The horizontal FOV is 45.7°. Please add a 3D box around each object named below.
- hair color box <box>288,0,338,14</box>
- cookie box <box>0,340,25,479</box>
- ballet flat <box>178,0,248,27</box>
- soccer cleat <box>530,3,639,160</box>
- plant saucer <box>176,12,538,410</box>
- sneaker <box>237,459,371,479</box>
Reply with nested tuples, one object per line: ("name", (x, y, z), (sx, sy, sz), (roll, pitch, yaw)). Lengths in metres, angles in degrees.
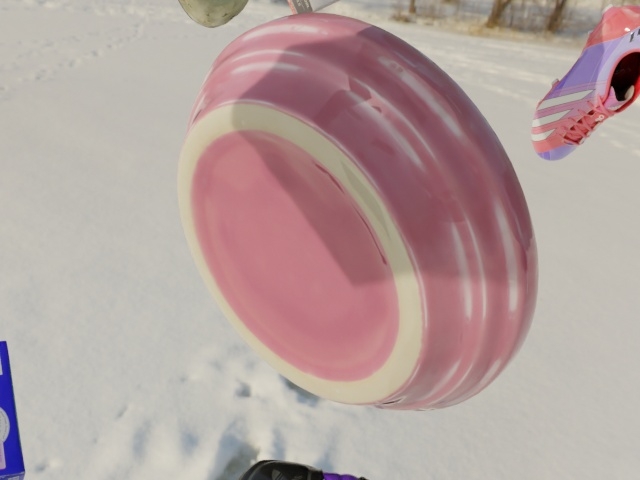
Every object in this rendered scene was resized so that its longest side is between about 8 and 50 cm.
("hair color box", (0.038, -0.274, 0.671), (0.167, 0.093, 0.053), (-29, 17, -16))
("cookie box", (-0.217, 0.131, 0.479), (0.040, 0.107, 0.092), (-2, 53, -31))
("ballet flat", (-0.042, -0.196, 0.389), (0.057, 0.173, 0.049), (13, -2, -29))
("soccer cleat", (0.333, -0.172, 0.930), (0.083, 0.248, 0.095), (-1, 54, -17))
("plant saucer", (0.000, 0.000, 0.586), (0.332, 0.332, 0.084), (22, 40, 37))
("sneaker", (-0.012, 0.238, 0.556), (0.146, 0.293, 0.102), (18, 50, 13))
